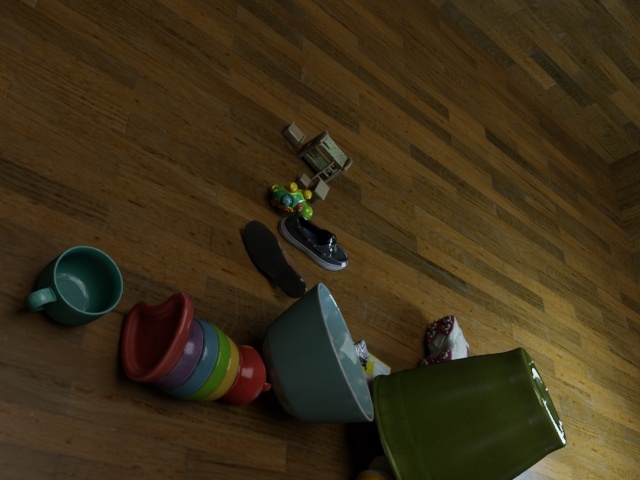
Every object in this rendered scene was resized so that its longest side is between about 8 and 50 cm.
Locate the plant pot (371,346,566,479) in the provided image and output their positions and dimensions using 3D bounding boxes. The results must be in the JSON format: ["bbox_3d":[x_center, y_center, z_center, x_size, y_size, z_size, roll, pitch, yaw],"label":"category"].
[{"bbox_3d":[0.360,0.422,1.675,0.366,0.353,0.366,56,17,-28],"label":"plant pot"}]

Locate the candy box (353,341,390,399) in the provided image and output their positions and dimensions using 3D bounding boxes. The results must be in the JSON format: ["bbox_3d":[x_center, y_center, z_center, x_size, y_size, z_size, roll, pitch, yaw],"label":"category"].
[{"bbox_3d":[0.096,0.318,1.793,0.206,0.027,0.105,38,46,-27],"label":"candy box"}]

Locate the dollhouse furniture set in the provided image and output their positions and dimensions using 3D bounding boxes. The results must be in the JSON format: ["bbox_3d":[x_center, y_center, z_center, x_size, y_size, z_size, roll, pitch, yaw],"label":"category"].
[{"bbox_3d":[-0.023,-0.221,1.921,0.182,0.101,0.161,46,41,-20],"label":"dollhouse furniture set"}]

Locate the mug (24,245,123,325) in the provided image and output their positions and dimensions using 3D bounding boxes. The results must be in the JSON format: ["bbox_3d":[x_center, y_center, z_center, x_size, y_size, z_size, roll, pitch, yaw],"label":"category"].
[{"bbox_3d":[-0.442,0.082,1.269,0.157,0.097,0.129,22,54,-39],"label":"mug"}]

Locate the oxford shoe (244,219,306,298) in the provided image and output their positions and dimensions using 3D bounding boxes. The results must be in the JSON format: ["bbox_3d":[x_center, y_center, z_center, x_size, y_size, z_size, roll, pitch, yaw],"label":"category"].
[{"bbox_3d":[-0.108,0.043,1.711,0.212,0.076,0.076,55,8,-5],"label":"oxford shoe"}]

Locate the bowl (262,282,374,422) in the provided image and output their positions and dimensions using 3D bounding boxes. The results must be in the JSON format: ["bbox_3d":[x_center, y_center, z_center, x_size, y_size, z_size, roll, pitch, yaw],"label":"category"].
[{"bbox_3d":[-0.016,0.263,1.537,0.311,0.163,0.311,-23,90,-84],"label":"bowl"}]

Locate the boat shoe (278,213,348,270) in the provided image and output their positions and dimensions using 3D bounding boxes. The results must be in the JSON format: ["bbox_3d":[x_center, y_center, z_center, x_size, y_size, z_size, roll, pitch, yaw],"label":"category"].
[{"bbox_3d":[0.000,0.000,1.835,0.228,0.076,0.080,36,45,-29],"label":"boat shoe"}]

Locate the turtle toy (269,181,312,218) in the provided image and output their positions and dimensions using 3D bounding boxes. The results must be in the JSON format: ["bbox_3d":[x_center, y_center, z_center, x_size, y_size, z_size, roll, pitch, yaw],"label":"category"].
[{"bbox_3d":[-0.070,-0.097,1.814,0.130,0.095,0.066,26,72,-36],"label":"turtle toy"}]

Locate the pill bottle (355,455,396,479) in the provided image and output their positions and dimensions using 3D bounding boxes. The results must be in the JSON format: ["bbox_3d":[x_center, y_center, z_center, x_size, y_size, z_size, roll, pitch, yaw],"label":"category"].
[{"bbox_3d":[0.116,0.581,1.584,0.117,0.117,0.208,53,38,-11],"label":"pill bottle"}]

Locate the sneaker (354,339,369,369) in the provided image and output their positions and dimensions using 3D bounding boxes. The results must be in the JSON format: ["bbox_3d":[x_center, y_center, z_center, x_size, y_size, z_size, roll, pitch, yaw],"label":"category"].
[{"bbox_3d":[0.091,0.287,1.752,0.098,0.038,0.069,-19,81,-52],"label":"sneaker"}]

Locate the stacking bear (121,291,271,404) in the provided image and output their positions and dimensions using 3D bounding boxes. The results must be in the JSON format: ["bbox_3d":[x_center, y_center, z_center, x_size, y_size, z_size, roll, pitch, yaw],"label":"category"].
[{"bbox_3d":[-0.220,0.234,1.390,0.289,0.175,0.164,34,53,-42],"label":"stacking bear"}]

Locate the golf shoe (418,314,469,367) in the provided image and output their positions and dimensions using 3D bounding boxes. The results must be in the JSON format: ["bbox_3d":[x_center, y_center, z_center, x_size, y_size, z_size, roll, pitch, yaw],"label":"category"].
[{"bbox_3d":[0.352,0.348,2.001,0.140,0.115,0.306,50,41,-20],"label":"golf shoe"}]
